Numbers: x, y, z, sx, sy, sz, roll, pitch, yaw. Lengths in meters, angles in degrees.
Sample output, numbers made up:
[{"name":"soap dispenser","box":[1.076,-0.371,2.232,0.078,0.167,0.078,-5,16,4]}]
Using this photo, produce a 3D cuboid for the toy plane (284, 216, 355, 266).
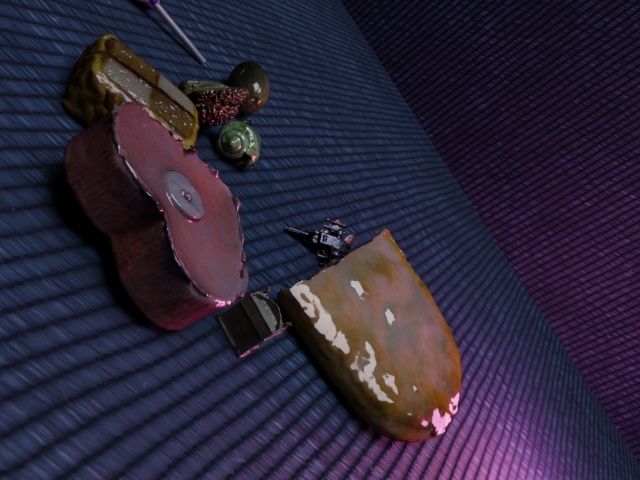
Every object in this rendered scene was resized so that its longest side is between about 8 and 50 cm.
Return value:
[{"name":"toy plane","box":[0.003,0.000,1.255,0.189,0.061,0.130,24,70,-42]}]

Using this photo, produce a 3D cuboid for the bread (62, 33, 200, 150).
[{"name":"bread","box":[-0.312,-0.228,0.958,0.222,0.096,0.181,39,29,-29]}]

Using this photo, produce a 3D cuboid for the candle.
[{"name":"candle","box":[-0.230,-0.041,0.854,0.317,0.131,0.287,63,19,-8]}]

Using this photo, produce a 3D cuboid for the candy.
[{"name":"candy","box":[-0.369,-0.530,1.219,0.365,0.124,0.124,48,26,-33]}]

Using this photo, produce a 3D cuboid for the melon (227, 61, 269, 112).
[{"name":"melon","box":[-0.170,-0.364,1.339,0.099,0.099,0.162,36,27,-34]}]

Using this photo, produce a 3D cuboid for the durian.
[{"name":"durian","box":[-0.226,-0.272,1.133,0.148,0.091,0.188,15,15,18]}]

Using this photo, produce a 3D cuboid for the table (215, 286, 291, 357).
[{"name":"table","box":[-0.105,0.128,0.905,0.079,0.083,0.062,58,27,7]}]

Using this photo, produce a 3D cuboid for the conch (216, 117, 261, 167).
[{"name":"conch","box":[-0.161,-0.208,1.215,0.106,0.079,0.170,66,17,-13]}]

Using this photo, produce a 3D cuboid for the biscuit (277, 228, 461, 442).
[{"name":"biscuit","box":[0.142,0.197,1.197,0.446,0.104,0.429,55,34,-3]}]
